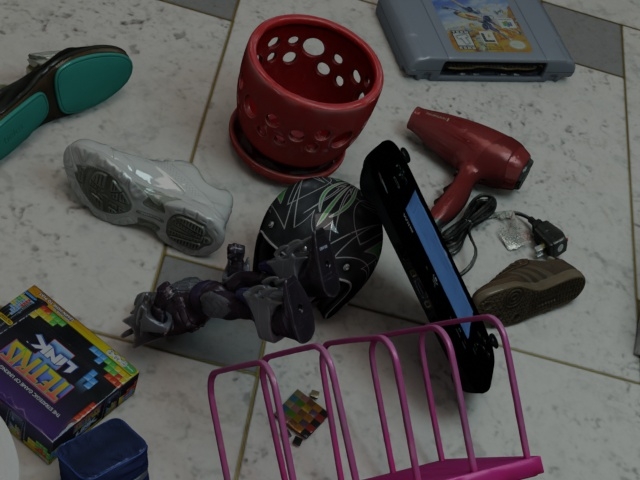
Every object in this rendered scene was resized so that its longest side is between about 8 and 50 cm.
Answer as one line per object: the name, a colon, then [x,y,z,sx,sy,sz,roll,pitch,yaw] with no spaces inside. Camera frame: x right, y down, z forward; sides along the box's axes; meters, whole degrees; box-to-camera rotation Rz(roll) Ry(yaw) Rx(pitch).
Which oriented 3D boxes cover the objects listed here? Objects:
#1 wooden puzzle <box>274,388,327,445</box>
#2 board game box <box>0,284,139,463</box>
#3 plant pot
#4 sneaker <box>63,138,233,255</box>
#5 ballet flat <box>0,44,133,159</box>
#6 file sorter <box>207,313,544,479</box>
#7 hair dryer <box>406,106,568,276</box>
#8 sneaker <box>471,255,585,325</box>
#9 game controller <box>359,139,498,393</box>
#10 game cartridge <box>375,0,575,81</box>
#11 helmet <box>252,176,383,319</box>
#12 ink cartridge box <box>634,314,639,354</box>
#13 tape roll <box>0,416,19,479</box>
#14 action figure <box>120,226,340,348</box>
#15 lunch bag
wooden puzzle: [-0.023,0.206,1.527,0.049,0.006,0.083,36,47,14]
board game box: [-0.314,0.146,1.452,0.170,0.048,0.141,36,46,15]
plant pot: [-0.025,-0.184,1.767,0.191,0.174,0.191,10,46,-10]
sneaker: [-0.218,-0.070,1.669,0.232,0.090,0.115,29,39,-4]
ballet flat: [-0.377,-0.201,1.722,0.096,0.095,0.280,29,45,25]
file sorter: [0.048,0.192,1.383,0.290,0.202,0.182,-9,84,-26]
hair dryer: [0.207,-0.086,1.825,0.223,0.080,0.294,-8,52,-25]
sneaker: [0.264,0.063,1.732,0.188,0.066,0.071,-8,35,-32]
game controller: [0.134,0.032,1.572,0.319,0.067,0.166,63,8,-10]
game cartridge: [0.247,-0.340,2.093,0.297,0.062,0.198,-3,54,-21]
helmet: [0.000,0.000,1.615,0.169,0.162,0.169,10,47,-10]
ink cartridge box: [0.548,0.057,1.750,0.171,0.168,0.233,21,46,0]
tape roll: [-0.443,0.254,1.273,0.286,0.100,0.286,9,47,-10]
action figure: [-0.113,0.061,1.489,0.185,0.285,0.099,-42,116,-47]
lunch bag: [-0.229,0.242,1.383,0.098,0.065,0.067,-24,45,-34]
